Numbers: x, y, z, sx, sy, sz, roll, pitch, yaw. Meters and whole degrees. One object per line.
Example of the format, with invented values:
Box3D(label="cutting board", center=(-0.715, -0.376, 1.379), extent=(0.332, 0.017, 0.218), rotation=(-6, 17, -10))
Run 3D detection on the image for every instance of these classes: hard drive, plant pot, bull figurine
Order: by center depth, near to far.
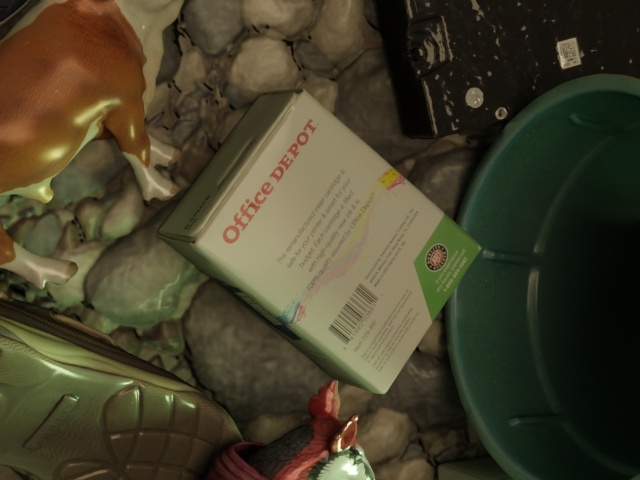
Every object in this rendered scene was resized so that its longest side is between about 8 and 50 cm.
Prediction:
Box3D(label="bull figurine", center=(-0.196, -0.090, 1.111), extent=(0.310, 0.101, 0.188), rotation=(-37, 118, -13))
Box3D(label="plant pot", center=(0.338, 0.053, 1.272), extent=(0.334, 0.341, 0.341), rotation=(7, 91, -34))
Box3D(label="hard drive", center=(0.205, -0.241, 1.314), extent=(0.339, 0.064, 0.237), rotation=(-18, 101, -22))

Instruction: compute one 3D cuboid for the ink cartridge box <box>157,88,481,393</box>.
Box3D(label="ink cartridge box", center=(0.000, 0.000, 1.221), extent=(0.212, 0.093, 0.154), rotation=(40, 77, -23))

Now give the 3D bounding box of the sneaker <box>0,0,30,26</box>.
Box3D(label="sneaker", center=(-0.264, -0.174, 1.049), extent=(0.226, 0.163, 0.086), rotation=(-35, 105, -20))

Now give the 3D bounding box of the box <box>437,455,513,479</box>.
Box3D(label="box", center=(0.208, 0.283, 1.323), extent=(0.181, 0.119, 0.182), rotation=(-4, 96, -25))

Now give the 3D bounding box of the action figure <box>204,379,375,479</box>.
Box3D(label="action figure", center=(-0.079, 0.265, 1.154), extent=(0.276, 0.248, 0.370), rotation=(24, 96, 2))

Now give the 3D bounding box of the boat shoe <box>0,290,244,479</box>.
Box3D(label="boat shoe", center=(-0.188, 0.108, 1.109), extent=(0.132, 0.130, 0.355), rotation=(-45, 138, 7))
